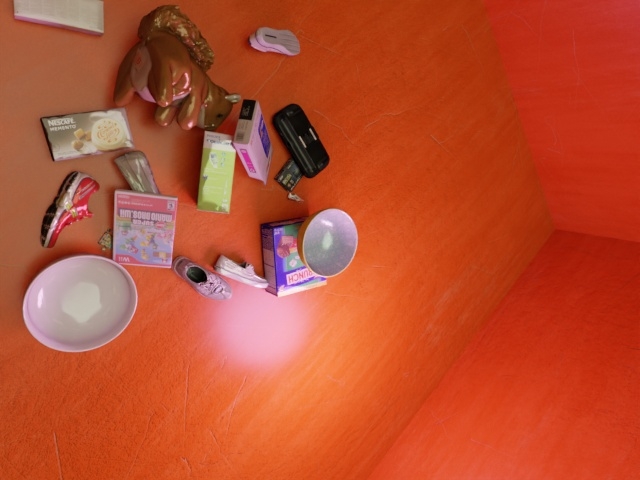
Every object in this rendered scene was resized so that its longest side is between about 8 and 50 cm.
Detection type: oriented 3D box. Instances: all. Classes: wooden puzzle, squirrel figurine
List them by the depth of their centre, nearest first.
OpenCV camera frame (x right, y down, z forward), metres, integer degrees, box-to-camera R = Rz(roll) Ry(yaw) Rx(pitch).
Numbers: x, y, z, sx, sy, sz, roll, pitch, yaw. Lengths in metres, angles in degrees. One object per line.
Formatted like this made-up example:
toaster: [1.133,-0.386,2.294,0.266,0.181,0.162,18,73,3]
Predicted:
squirrel figurine: [-0.447,-0.568,1.493,0.371,0.281,0.396,9,86,-54]
wooden puzzle: [-0.767,0.001,1.576,0.049,0.006,0.083,38,78,-34]

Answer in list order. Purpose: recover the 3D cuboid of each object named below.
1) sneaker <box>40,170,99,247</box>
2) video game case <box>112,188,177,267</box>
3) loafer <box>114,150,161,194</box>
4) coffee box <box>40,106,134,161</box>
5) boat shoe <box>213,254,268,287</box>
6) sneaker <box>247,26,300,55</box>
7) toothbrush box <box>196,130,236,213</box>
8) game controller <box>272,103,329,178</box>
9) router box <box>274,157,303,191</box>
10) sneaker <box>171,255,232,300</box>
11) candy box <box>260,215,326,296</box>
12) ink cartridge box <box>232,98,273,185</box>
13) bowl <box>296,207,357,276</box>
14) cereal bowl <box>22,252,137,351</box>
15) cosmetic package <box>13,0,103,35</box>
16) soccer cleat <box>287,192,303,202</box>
sneaker: [-0.831,-0.090,1.458,0.118,0.107,0.278,32,84,-44]
video game case: [-0.630,-0.037,1.565,0.204,0.025,0.285,6,115,-17]
loafer: [-0.638,-0.163,1.578,0.112,0.112,0.319,-18,113,-10]
coffee box: [-0.766,-0.352,1.444,0.247,0.098,0.141,-18,109,-31]
boat shoe: [-0.323,0.132,1.854,0.258,0.095,0.084,25,90,-36]
sneaker: [-0.185,-0.800,1.756,0.258,0.091,0.094,-11,102,-54]
toothbrush box: [-0.392,-0.254,1.642,0.122,0.206,0.283,7,98,-16]
game controller: [-0.078,-0.434,1.907,0.166,0.067,0.319,-47,115,-36]
router box: [-0.134,-0.288,1.927,0.092,0.038,0.122,41,76,-33]
sneaker: [-0.465,0.170,1.751,0.281,0.115,0.105,37,79,-34]
candy box: [-0.117,0.068,1.964,0.268,0.122,0.316,-12,108,-34]
ink cartridge box: [-0.250,-0.363,1.682,0.069,0.371,0.175,8,75,7]
bowl: [0.000,0.000,1.861,0.290,0.156,0.289,-8,103,-36]
cereal bowl: [-0.821,0.200,1.500,0.339,0.141,0.338,-8,104,-32]
cosmetic package: [-0.810,-0.717,1.359,0.239,0.060,0.098,-2,99,-34]
soccer cleat: [-0.110,-0.193,1.971,0.083,0.029,0.035,10,99,-31]
